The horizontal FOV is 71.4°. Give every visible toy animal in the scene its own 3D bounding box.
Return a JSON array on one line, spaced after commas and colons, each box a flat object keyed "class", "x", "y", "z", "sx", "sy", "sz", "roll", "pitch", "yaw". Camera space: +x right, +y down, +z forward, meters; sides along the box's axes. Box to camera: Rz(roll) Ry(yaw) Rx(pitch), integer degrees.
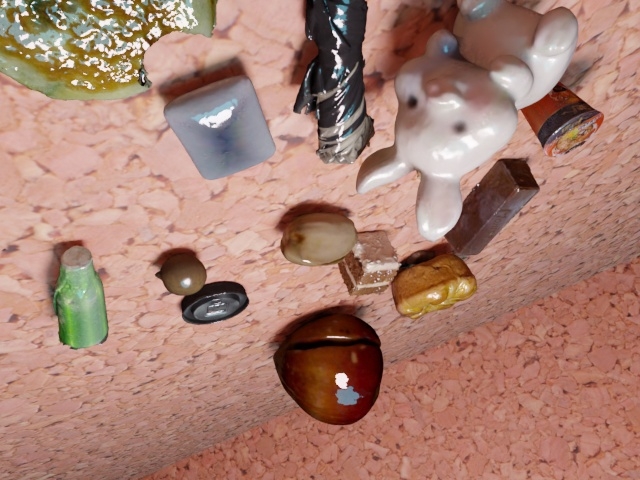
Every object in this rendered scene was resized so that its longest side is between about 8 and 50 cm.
[{"class": "toy animal", "x": 0.220, "y": -0.192, "z": 0.707, "sx": 0.367, "sy": 0.196, "sz": 0.241, "roll": -50, "pitch": 152, "yaw": -5}]

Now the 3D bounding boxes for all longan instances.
[{"class": "longan", "x": -0.312, "y": 0.077, "z": 0.997, "sx": 0.113, "sy": 0.092, "sz": 0.113, "roll": 1, "pitch": 163, "yaw": 0}]

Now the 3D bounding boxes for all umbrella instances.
[{"class": "umbrella", "x": 0.022, "y": -0.271, "z": 0.648, "sx": 0.113, "sy": 0.106, "sz": 0.357, "roll": -46, "pitch": 150, "yaw": -28}]

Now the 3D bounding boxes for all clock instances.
[{"class": "clock", "x": -0.288, "y": 0.173, "z": 1.220, "sx": 0.184, "sy": 0.040, "sz": 0.184, "roll": -17, "pitch": 151, "yaw": -10}]

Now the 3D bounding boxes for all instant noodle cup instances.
[{"class": "instant noodle cup", "x": 0.488, "y": -0.264, "z": 0.927, "sx": 0.127, "sy": 0.135, "sz": 0.127, "roll": -16, "pitch": 150, "yaw": -10}]

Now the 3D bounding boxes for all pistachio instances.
[{"class": "pistachio", "x": 0.000, "y": 0.000, "z": 1.043, "sx": 0.206, "sy": 0.131, "sz": 0.129, "roll": -3, "pitch": 153, "yaw": -39}]

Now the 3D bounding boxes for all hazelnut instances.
[{"class": "hazelnut", "x": 0.045, "y": 0.469, "z": 1.602, "sx": 0.402, "sy": 0.402, "sz": 0.429, "roll": -15, "pitch": 161, "yaw": -13}]

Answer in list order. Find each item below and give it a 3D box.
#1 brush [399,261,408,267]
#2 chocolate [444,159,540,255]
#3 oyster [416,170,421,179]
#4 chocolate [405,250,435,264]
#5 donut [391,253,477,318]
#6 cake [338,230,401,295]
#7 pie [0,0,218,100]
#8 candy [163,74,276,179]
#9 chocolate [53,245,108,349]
[{"class": "brush", "x": 0.224, "y": 0.090, "z": 1.459, "sx": 0.164, "sy": 0.014, "sz": 0.051, "roll": -8, "pitch": 149, "yaw": -25}, {"class": "chocolate", "x": 0.465, "y": -0.077, "z": 1.249, "sx": 0.112, "sy": 0.112, "sz": 0.321, "roll": -4, "pitch": 146, "yaw": -25}, {"class": "oyster", "x": 0.276, "y": -0.178, "z": 1.009, "sx": 0.163, "sy": 0.081, "sz": 0.191, "roll": -31, "pitch": 144, "yaw": -37}, {"class": "chocolate", "x": 0.335, "y": 0.062, "z": 1.472, "sx": 0.101, "sy": 0.031, "sz": 0.064, "roll": 1, "pitch": 148, "yaw": -38}, {"class": "donut", "x": 0.373, "y": 0.161, "z": 1.500, "sx": 0.299, "sy": 0.150, "sz": 0.317, "roll": -11, "pitch": 160, "yaw": -29}, {"class": "cake", "x": 0.133, "y": 0.061, "z": 1.234, "sx": 0.134, "sy": 0.135, "sz": 0.147, "roll": -3, "pitch": 141, "yaw": -29}, {"class": "pie", "x": -0.258, "y": -0.276, "z": 0.472, "sx": 0.302, "sy": 0.067, "sz": 0.302, "roll": -17, "pitch": 150, "yaw": -10}, {"class": "candy", "x": -0.152, "y": -0.173, "z": 0.707, "sx": 0.138, "sy": 0.071, "sz": 0.174, "roll": -22, "pitch": 152, "yaw": -3}, {"class": "chocolate", "x": -0.502, "y": 0.119, "z": 0.933, "sx": 0.110, "sy": 0.110, "sz": 0.291, "roll": -5, "pitch": 144, "yaw": -28}]
